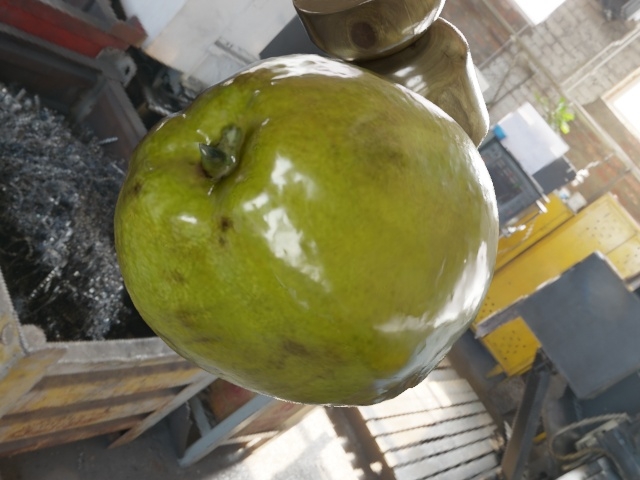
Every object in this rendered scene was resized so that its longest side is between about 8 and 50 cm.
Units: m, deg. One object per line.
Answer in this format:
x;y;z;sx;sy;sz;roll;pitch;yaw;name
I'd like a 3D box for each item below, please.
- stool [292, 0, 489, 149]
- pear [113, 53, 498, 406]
0.099;-0.229;0.776;0.264;0.179;0.179;57;12;-41;stool
0.000;0.000;0.471;0.321;0.269;0.269;32;26;-55;pear
